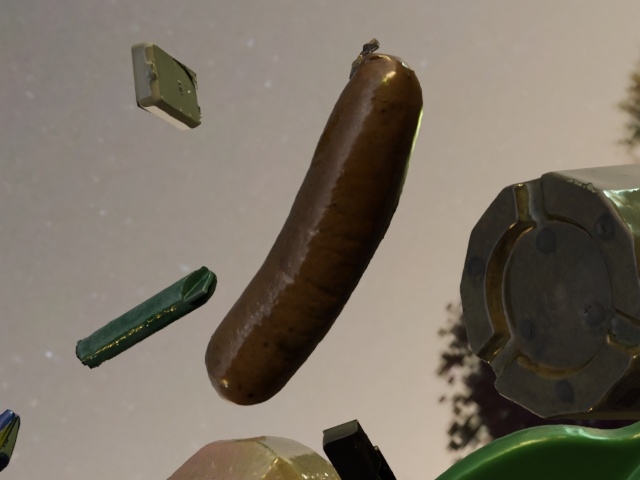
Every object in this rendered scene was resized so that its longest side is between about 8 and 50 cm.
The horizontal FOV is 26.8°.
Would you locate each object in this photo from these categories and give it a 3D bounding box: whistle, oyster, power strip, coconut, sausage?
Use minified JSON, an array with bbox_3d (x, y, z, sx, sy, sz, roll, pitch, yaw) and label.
[{"bbox_3d":[-0.184,0.082,1.416,0.186,0.039,0.039,-31,-5,30],"label":"whistle"},{"bbox_3d":[0.066,-0.286,2.091,0.083,0.019,0.054,-54,9,-25],"label":"oyster"},{"bbox_3d":[-0.195,-0.196,1.720,0.035,0.081,0.192,-10,-8,11],"label":"power strip"},{"bbox_3d":[-0.091,0.350,1.637,0.233,0.233,0.245,-56,-20,8],"label":"coconut"},{"bbox_3d":[0.003,0.001,1.688,0.500,0.136,0.123,-61,8,18],"label":"sausage"}]

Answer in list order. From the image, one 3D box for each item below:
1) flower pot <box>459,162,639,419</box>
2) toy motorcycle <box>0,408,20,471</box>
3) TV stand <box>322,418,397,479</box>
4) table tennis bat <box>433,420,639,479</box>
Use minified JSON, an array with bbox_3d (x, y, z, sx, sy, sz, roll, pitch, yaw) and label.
[{"bbox_3d":[0.266,0.046,1.087,0.259,0.290,0.290,-3,-49,-40],"label":"flower pot"},{"bbox_3d":[-0.488,0.361,1.745,0.113,0.169,0.315,66,-144,-55],"label":"toy motorcycle"},{"bbox_3d":[0.058,0.242,1.211,0.036,0.042,0.249,-18,-49,11],"label":"TV stand"},{"bbox_3d":[0.117,0.118,0.553,0.257,0.160,0.039,-50,25,5],"label":"table tennis bat"}]
